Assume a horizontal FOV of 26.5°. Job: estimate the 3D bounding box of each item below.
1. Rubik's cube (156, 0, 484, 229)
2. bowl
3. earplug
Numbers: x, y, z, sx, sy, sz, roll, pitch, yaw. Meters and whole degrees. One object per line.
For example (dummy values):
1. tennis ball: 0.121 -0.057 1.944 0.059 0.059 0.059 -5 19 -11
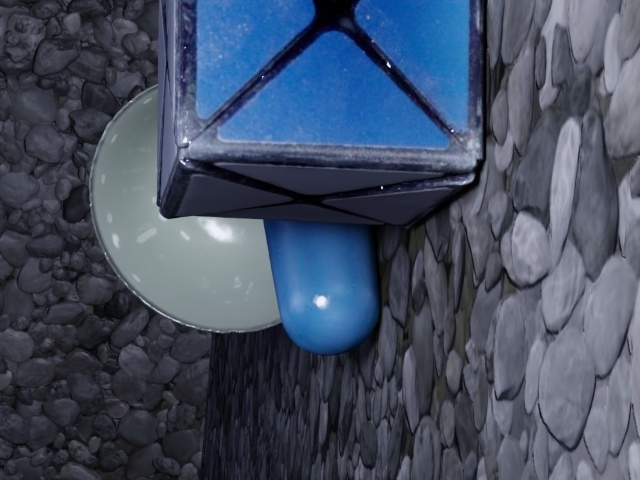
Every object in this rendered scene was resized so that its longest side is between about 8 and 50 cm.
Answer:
1. Rubik's cube: -0.012 -0.153 1.177 0.255 0.259 0.260 129 145 -76
2. bowl: -0.113 -0.061 1.748 0.157 0.337 0.337 -48 -33 -67
3. earplug: 0.000 0.000 1.463 0.132 0.133 0.272 106 161 -52
